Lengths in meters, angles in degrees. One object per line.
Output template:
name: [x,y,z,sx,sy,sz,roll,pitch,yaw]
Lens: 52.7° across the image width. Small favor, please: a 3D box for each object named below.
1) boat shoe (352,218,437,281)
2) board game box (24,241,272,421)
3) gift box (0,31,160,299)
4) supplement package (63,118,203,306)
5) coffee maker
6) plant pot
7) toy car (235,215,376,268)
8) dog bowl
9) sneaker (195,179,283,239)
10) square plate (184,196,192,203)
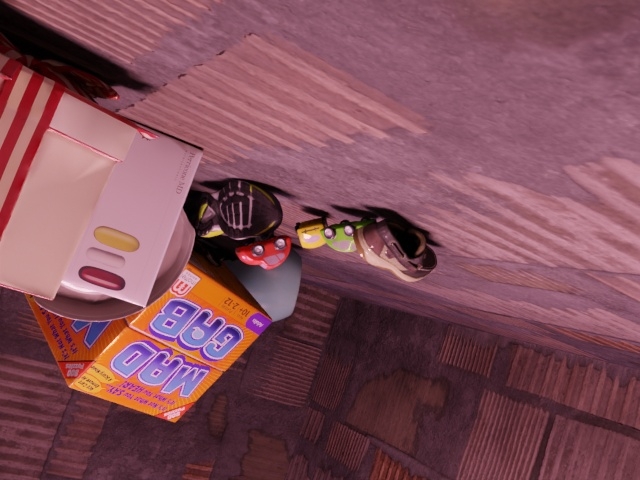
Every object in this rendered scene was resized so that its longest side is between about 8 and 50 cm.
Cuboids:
boat shoe: [0.143,0.015,1.076,0.073,0.080,0.223,-28,152,31]
board game box: [-0.414,0.154,1.566,0.356,0.356,0.356,43,180,38]
gift box: [-0.363,-0.100,0.738,0.255,0.258,0.276,25,177,-42]
supplement package: [-0.316,-0.041,1.061,0.145,0.262,0.204,21,173,-17]
coffee maker: [-0.231,-0.035,1.528,0.171,0.120,0.178,-30,150,12]
plant pot: [-0.186,0.116,1.918,0.235,0.293,0.293,12,174,-9]
toy car: [0.000,0.000,1.139,0.225,0.053,0.239,-7,-168,36]
dog bowl: [-0.421,-0.024,1.234,0.349,0.348,0.102,23,-175,-32]
sneaker: [-0.140,-0.056,1.247,0.121,0.111,0.300,1,-177,-30]
square plate: [-0.421,-0.075,1.770,0.344,0.049,0.347,19,163,-6]
